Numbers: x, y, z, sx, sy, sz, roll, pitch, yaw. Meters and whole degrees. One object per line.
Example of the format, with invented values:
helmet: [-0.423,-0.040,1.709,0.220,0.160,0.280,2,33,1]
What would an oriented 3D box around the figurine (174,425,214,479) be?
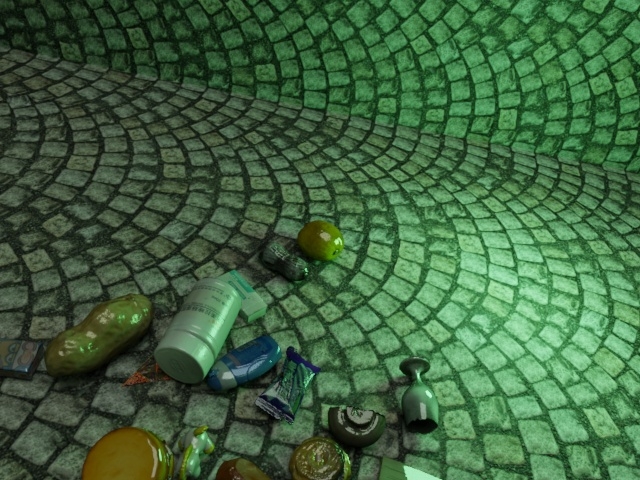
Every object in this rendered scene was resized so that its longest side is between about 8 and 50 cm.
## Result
figurine: [-0.379,0.629,1.540,0.109,0.129,0.178,18,43,1]

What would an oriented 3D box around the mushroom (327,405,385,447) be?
mushroom: [0.114,0.598,1.691,0.188,0.141,0.117,7,66,-3]

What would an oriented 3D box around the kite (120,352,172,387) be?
kite: [-0.558,0.429,1.795,0.222,0.008,0.125,-3,43,-17]

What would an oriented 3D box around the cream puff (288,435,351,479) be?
cream puff: [0.000,0.679,1.581,0.189,0.129,0.189,0,43,0]

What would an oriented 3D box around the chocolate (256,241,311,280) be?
chocolate: [-0.150,0.086,2.168,0.248,0.110,0.110,32,47,15]

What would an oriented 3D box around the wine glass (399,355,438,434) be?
wine glass: [0.335,0.527,1.818,0.126,0.126,0.241,8,41,-5]

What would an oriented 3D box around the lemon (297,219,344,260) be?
lemon: [0.000,0.000,2.252,0.207,0.170,0.170,30,46,25]

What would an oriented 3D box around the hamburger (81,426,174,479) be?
hamburger: [-0.520,0.641,1.461,0.246,0.170,0.246,-4,61,7]

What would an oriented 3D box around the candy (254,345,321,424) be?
candy: [-0.103,0.486,1.801,0.145,0.070,0.275,29,41,6]

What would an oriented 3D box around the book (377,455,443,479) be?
book: [0.258,0.785,1.558,0.215,0.025,0.282,21,29,7]

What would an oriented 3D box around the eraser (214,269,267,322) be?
eraser: [-0.308,0.211,2.041,0.096,0.052,0.225,-25,54,-36]

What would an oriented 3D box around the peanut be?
peanut: [-0.717,0.307,1.746,0.169,0.192,0.387,38,48,14]

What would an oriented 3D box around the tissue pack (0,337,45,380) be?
tissue pack: [-0.986,0.379,1.701,0.155,0.065,0.115,10,45,-5]

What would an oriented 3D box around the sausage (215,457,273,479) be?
sausage: [-0.191,0.721,1.493,0.258,0.133,0.133,30,46,21]

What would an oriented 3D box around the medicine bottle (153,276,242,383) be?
medicine bottle: [-0.414,0.304,1.819,0.190,0.190,0.332,17,42,4]

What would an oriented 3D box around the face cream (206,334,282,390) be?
face cream: [-0.264,0.422,1.805,0.264,0.083,0.149,-25,36,-29]
